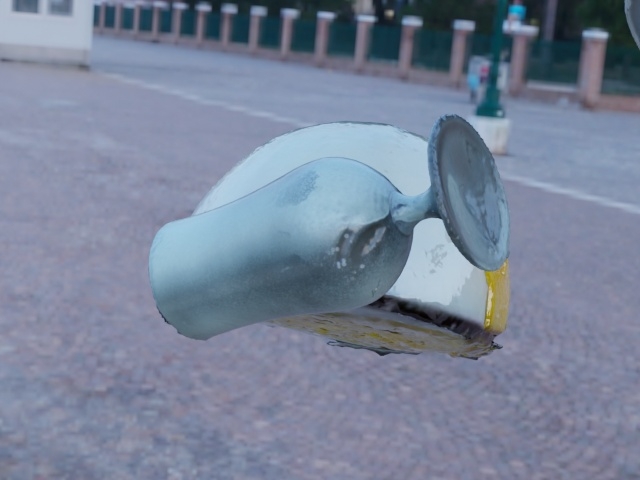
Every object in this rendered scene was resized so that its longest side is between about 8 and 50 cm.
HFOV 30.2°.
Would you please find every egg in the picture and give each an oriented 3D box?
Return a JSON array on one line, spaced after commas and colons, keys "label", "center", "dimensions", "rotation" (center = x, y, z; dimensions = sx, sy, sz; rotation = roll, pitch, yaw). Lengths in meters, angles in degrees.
[{"label": "egg", "center": [0.024, -0.009, 1.078], "dimensions": [0.337, 0.201, 0.337], "rotation": [9, -14, 2]}]

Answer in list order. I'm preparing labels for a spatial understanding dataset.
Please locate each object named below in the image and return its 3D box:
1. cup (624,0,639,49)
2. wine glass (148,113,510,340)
[{"label": "cup", "center": [0.438, -0.249, 1.067], "dimensions": [0.257, 0.227, 0.301], "rotation": [-41, 19, -14]}, {"label": "wine glass", "center": [0.000, 0.000, 0.781], "dimensions": [0.231, 0.103, 0.103], "rotation": [-19, -3, 30]}]
